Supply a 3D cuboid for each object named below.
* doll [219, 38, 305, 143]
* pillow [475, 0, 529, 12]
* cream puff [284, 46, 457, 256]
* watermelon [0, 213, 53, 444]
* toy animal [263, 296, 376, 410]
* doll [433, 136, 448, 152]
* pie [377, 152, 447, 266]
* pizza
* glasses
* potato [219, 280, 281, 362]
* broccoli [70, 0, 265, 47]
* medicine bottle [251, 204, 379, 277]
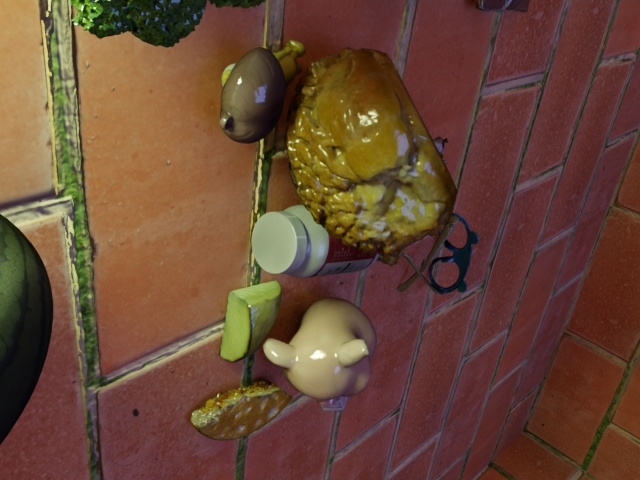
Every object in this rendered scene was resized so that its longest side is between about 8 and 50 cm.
[{"bbox_3d":[-0.090,-0.218,0.939,0.145,0.096,0.188,-63,174,32],"label":"doll"},{"bbox_3d":[0.390,-0.542,1.328,0.232,0.043,0.126,-19,129,-44],"label":"pillow"},{"bbox_3d":[0.065,-0.130,1.012,0.231,0.327,0.343,-24,174,13],"label":"cream puff"},{"bbox_3d":[-0.420,0.117,0.599,0.359,0.279,0.279,-60,146,-6],"label":"watermelon"},{"bbox_3d":[0.013,0.233,1.278,0.256,0.195,0.213,-71,155,-68],"label":"toy animal"},{"bbox_3d":[0.177,-0.140,1.311,0.149,0.095,0.192,14,105,-36],"label":"doll"},{"bbox_3d":[0.201,-0.074,1.422,0.128,0.068,0.282,21,95,-53],"label":"pie"},{"bbox_3d":[-0.157,0.341,1.288,0.246,0.058,0.127,-17,129,-42],"label":"pizza"},{"bbox_3d":[0.273,0.044,1.609,0.207,0.102,0.239,-4,123,-18],"label":"glasses"},{"bbox_3d":[-0.112,0.158,1.190,0.120,0.081,0.149,-12,124,-44],"label":"potato"},{"bbox_3d":[-0.120,-0.378,0.596,0.321,0.310,0.413,1,85,-36],"label":"broccoli"},{"bbox_3d":[0.000,0.000,1.166,0.250,0.131,0.131,-4,118,-50],"label":"medicine bottle"}]
